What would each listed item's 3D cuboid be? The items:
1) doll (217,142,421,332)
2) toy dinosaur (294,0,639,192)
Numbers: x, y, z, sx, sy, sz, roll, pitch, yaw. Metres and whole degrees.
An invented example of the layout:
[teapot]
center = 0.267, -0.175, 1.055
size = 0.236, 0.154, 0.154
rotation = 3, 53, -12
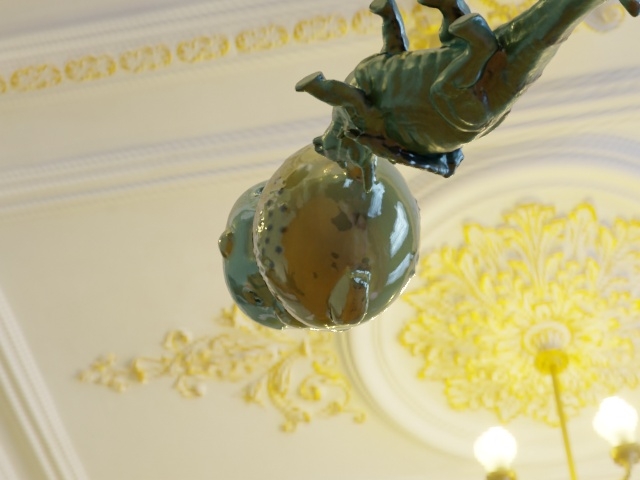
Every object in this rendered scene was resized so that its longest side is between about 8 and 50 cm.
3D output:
[doll]
center = 0.000, 0.000, 1.124
size = 0.161, 0.177, 0.260
rotation = 8, -9, -18
[toy dinosaur]
center = 0.074, -0.113, 0.723
size = 0.120, 0.079, 0.292
rotation = 40, -35, -3
